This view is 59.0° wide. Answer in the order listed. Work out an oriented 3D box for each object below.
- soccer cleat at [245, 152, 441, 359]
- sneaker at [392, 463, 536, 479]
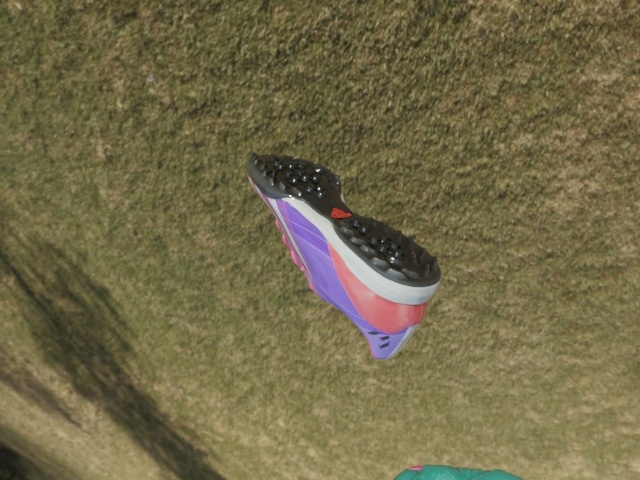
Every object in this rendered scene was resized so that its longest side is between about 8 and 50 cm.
[{"bbox_3d":[0.000,0.000,0.645,0.318,0.108,0.116,42,128,40],"label":"soccer cleat"},{"bbox_3d":[0.066,0.302,0.423,0.178,0.296,0.124,13,144,19],"label":"sneaker"}]
